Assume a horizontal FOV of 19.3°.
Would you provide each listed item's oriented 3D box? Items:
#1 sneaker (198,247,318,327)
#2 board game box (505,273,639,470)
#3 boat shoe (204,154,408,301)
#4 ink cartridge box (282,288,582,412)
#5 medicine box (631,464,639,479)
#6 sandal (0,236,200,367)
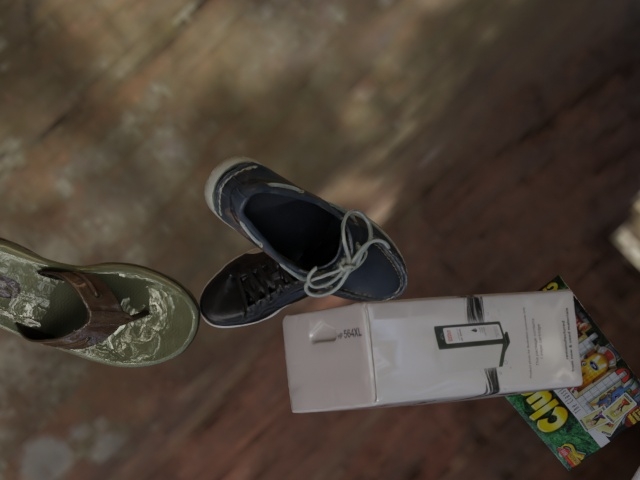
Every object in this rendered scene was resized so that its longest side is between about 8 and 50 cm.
[{"bbox_3d":[-0.042,0.030,2.045,0.217,0.079,0.121,-23,172,5],"label":"sneaker"},{"bbox_3d":[0.281,0.157,2.178,0.136,0.030,0.260,-36,130,8],"label":"board game box"},{"bbox_3d":[0.000,0.000,1.833,0.254,0.079,0.095,37,93,-36],"label":"boat shoe"},{"bbox_3d":[0.090,0.092,1.561,0.203,0.086,0.148,-3,174,-28],"label":"ink cartridge box"},{"bbox_3d":[0.422,0.204,1.766,0.289,0.149,0.263,-60,155,7],"label":"medicine box"},{"bbox_3d":[-0.283,0.076,2.065,0.086,0.302,0.120,-108,-148,-72],"label":"sandal"}]
